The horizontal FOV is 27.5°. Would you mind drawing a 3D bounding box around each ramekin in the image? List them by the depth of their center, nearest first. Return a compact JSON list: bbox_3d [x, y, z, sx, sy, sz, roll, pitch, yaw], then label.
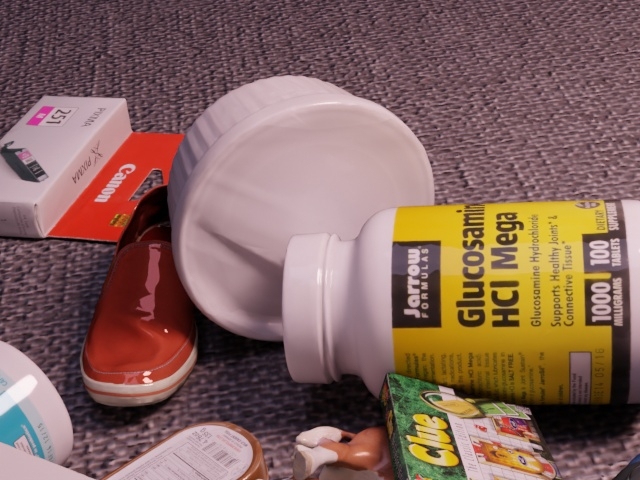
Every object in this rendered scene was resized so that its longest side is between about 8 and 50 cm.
[{"bbox_3d":[-0.032,-0.042,1.327,0.273,0.273,0.127,-17,34,-15],"label":"ramekin"}]

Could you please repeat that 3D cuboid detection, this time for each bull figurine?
[{"bbox_3d":[0.081,0.236,1.009,0.188,0.101,0.310,9,14,-33],"label":"bull figurine"}]

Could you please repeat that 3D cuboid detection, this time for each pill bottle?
[{"bbox_3d":[-0.349,0.208,1.118,0.146,0.146,0.264,16,39,32],"label":"pill bottle"},{"bbox_3d":[0.139,0.060,1.212,0.334,0.188,0.188,-2,33,9],"label":"pill bottle"}]

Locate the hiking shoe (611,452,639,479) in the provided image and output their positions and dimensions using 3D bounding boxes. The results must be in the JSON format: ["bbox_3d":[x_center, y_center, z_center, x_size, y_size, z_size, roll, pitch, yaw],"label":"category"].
[{"bbox_3d":[0.335,0.175,1.102,0.304,0.113,0.132,-31,9,-22],"label":"hiking shoe"}]

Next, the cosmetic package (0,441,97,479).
[{"bbox_3d":[-0.127,0.297,0.892,0.365,0.197,0.155,16,39,30],"label":"cosmetic package"}]

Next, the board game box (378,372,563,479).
[{"bbox_3d":[0.121,0.174,1.028,0.136,0.030,0.260,12,14,-5],"label":"board game box"}]

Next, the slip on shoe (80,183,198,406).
[{"bbox_3d":[-0.181,0.052,1.370,0.123,0.101,0.331,-1,34,7],"label":"slip on shoe"}]

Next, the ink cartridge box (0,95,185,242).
[{"bbox_3d":[-0.301,-0.096,1.664,0.239,0.060,0.275,3,34,18],"label":"ink cartridge box"}]

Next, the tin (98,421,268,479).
[{"bbox_3d":[-0.133,0.224,1.154,0.189,0.040,0.106,-30,35,-31],"label":"tin"}]
